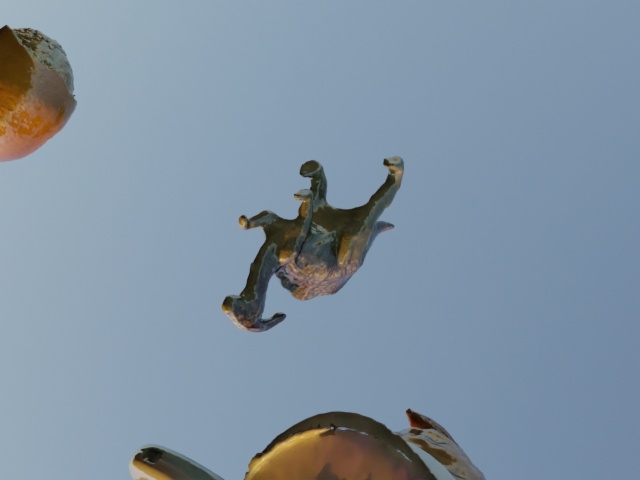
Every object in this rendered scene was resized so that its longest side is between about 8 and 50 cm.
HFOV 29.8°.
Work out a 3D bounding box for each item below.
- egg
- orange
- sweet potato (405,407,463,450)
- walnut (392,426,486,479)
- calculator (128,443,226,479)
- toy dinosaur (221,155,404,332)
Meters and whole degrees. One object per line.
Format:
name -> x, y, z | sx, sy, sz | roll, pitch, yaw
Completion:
egg -> 0.061, 0.307, 1.106 | 0.264, 0.174, 0.286 | -55, -130, 17
orange -> -0.322, -0.152, 1.207 | 0.157, 0.134, 0.156 | -19, -132, 22
sweet potato -> 0.151, 0.262, 1.630 | 0.095, 0.034, 0.034 | 36, -80, 18
walnut -> 0.083, 0.309, 1.385 | 0.245, 0.198, 0.198 | -16, -125, 31
calculator -> -0.031, 0.249, 0.903 | 0.184, 0.295, 0.042 | 4, -129, 55
toy dinosaur -> -0.006, -0.002, 1.398 | 0.077, 0.294, 0.162 | 34, -46, 44
